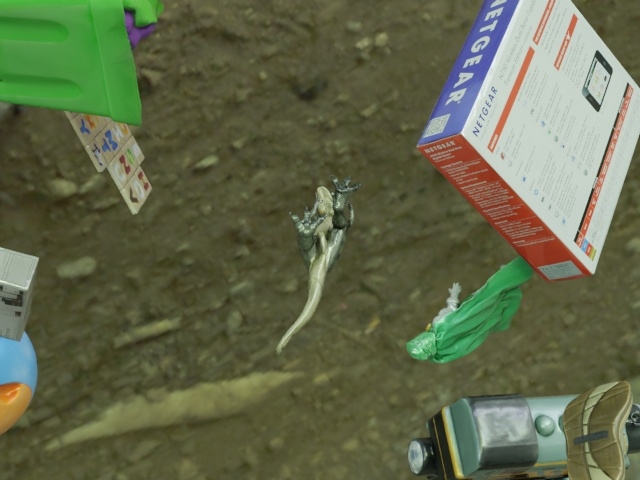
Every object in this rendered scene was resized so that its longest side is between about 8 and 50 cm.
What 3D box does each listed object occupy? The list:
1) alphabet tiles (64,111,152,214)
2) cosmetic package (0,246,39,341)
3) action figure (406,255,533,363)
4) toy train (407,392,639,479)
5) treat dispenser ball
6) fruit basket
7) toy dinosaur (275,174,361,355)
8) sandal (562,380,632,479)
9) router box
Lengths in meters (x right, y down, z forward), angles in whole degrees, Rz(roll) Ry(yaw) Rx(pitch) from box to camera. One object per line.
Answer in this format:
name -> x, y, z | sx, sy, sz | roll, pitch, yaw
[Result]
alphabet tiles -> -0.301, -0.156, 1.447 | 0.009, 0.237, 0.198 | -24, -163, 10
cosmetic package -> -0.498, 0.084, 1.615 | 0.099, 0.060, 0.239 | 18, 152, -10
action figure -> 0.199, 0.107, 1.439 | 0.232, 0.063, 0.137 | -27, 132, -42
toy train -> 0.292, 0.279, 1.439 | 0.334, 0.142, 0.190 | 2, 154, -20
treat dispenser ball -> -0.711, 0.265, 2.080 | 0.288, 0.288, 0.288 | -26, 156, -12
fruit basket -> -0.202, -0.342, 1.133 | 0.392, 0.392, 0.283 | -24, 156, -16
toy dinosaur -> 0.000, 0.000, 1.176 | 0.268, 0.064, 0.118 | -70, 170, -51
sandal -> 0.287, 0.208, 1.069 | 0.072, 0.049, 0.180 | -16, -156, 23
router box -> 0.309, -0.165, 1.452 | 0.301, 0.335, 0.082 | 43, 147, -26
